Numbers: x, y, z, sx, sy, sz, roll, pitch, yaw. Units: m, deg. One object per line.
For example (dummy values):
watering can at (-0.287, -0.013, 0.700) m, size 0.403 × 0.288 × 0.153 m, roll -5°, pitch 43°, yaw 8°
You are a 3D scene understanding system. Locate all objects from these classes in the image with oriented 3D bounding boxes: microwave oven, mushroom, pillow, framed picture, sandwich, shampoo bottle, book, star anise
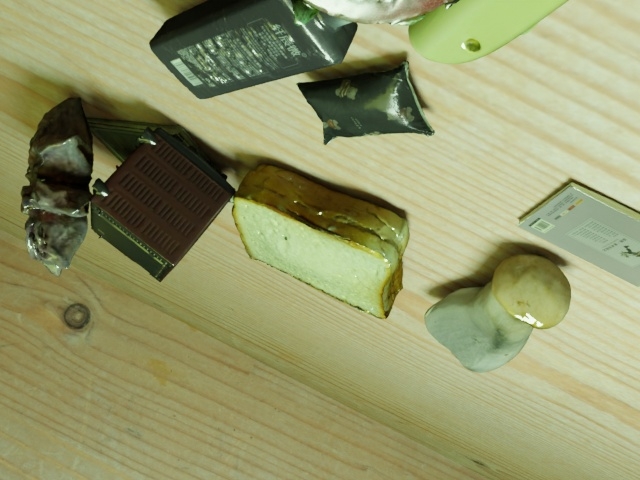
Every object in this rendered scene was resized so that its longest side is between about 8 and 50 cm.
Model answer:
microwave oven at (-0.279, -0.059, 0.995) m, size 0.178 × 0.188 × 0.247 m, roll 37°, pitch 160°, yaw -11°
mushroom at (0.271, 0.119, 0.912) m, size 0.159 × 0.122 × 0.328 m, roll 15°, pitch 156°, yaw 3°
pillow at (0.050, -0.152, 0.653) m, size 0.150 × 0.048 × 0.090 m, roll 2°, pitch 156°, yaw 38°
framed picture at (-0.303, -0.149, 1.082) m, size 0.274 × 0.017 × 0.217 m, roll 11°, pitch 153°, yaw 33°
sandwich at (0.000, 0.000, 0.976) m, size 0.301 × 0.099 × 0.271 m, roll 24°, pitch 153°, yaw 14°
shampoo bottle at (-0.054, -0.217, 0.592) m, size 0.310 × 0.071 × 0.098 m, roll 3°, pitch 147°, yaw 45°
book at (0.349, -0.003, 0.696) m, size 0.182 × 0.014 × 0.127 m, roll 26°, pitch 158°, yaw 1°
star anise at (-0.477, -0.095, 1.031) m, size 0.118 × 0.331 × 0.332 m, roll 1°, pitch 172°, yaw -32°

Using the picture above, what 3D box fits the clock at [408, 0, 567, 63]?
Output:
clock at (0.041, -0.276, 0.301) m, size 0.348 × 0.117 × 0.286 m, roll 32°, pitch 156°, yaw -14°

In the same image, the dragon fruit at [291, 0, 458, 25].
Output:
dragon fruit at (0.013, -0.175, 0.264) m, size 0.175 × 0.142 × 0.138 m, roll 50°, pitch 138°, yaw 25°
